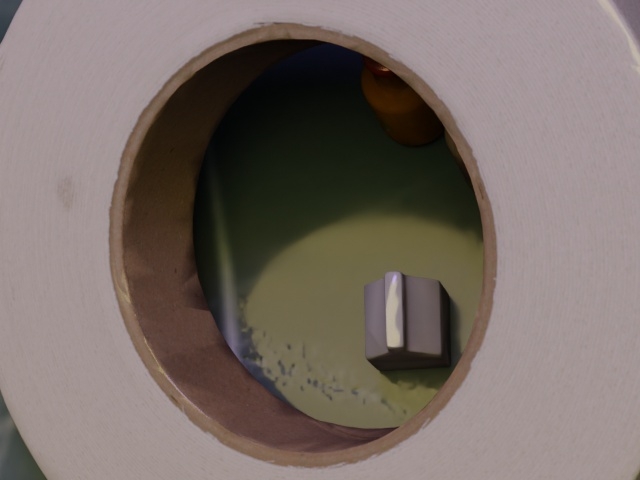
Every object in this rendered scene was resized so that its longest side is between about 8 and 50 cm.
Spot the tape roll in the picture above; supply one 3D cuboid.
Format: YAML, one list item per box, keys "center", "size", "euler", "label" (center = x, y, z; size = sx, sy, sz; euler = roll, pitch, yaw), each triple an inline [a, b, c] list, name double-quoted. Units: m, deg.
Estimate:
- center: [0.000, 0.000, 0.889]
  size: [0.392, 0.072, 0.392]
  euler: [3, 97, 29]
  label: "tape roll"

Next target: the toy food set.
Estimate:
- center: [0.073, 0.011, 0.929]
  size: [0.111, 0.104, 0.232]
  euler: [-3, 76, 12]
  label: "toy food set"
